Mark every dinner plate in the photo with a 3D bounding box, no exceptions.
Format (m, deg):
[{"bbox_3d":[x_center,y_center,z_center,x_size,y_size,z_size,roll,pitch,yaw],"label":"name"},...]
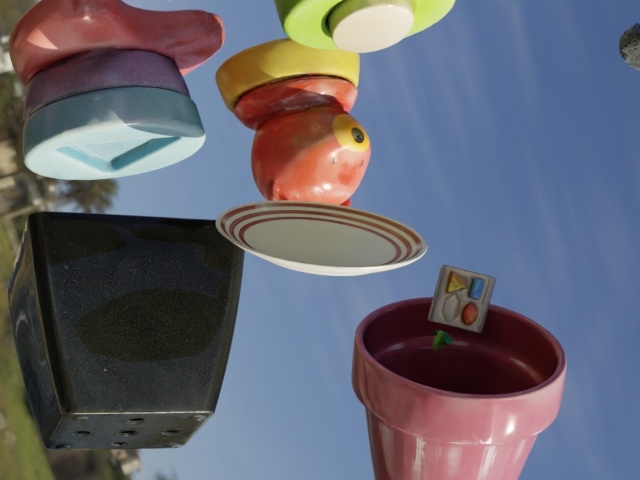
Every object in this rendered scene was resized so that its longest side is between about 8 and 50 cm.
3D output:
[{"bbox_3d":[0.000,0.000,0.813,0.141,0.141,0.017,-140,-126,-58],"label":"dinner plate"}]

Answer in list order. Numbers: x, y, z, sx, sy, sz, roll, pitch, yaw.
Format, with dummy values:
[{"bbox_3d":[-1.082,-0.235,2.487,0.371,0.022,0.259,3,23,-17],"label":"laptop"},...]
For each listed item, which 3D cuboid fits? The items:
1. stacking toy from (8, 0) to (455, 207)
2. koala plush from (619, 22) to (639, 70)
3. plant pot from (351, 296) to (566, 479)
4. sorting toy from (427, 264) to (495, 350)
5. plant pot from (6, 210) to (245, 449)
[{"bbox_3d":[-0.049,-0.104,0.879,0.279,0.309,0.130,-26,-109,52],"label":"stacking toy"},{"bbox_3d":[0.515,-0.333,1.564,0.203,0.221,0.196,21,-33,30],"label":"koala plush"},{"bbox_3d":[0.125,0.177,1.181,0.201,0.201,0.180,-137,-134,-55],"label":"plant pot"},{"bbox_3d":[0.135,0.070,1.187,0.012,0.062,0.083,-161,-95,-72],"label":"sorting toy"},{"bbox_3d":[-0.172,0.090,1.077,0.187,0.188,0.167,131,-43,-60],"label":"plant pot"}]
